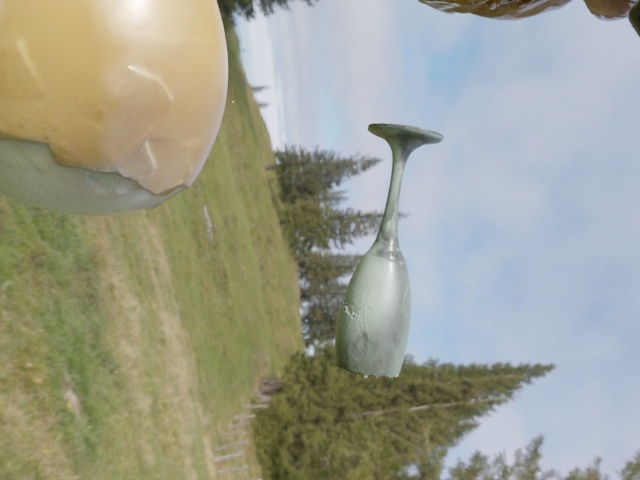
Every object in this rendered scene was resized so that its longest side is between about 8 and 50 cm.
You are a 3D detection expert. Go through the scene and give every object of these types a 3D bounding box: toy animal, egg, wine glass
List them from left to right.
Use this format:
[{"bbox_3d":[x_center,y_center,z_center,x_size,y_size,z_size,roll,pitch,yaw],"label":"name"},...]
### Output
[{"bbox_3d":[-0.173,-0.129,0.523,0.244,0.201,0.201,-61,-160,19],"label":"egg"},{"bbox_3d":[0.000,0.000,0.850,0.096,0.264,0.310,-9,108,-84],"label":"wine glass"},{"bbox_3d":[0.652,-0.556,1.379,0.281,0.195,0.169,-172,-87,-86],"label":"toy animal"}]

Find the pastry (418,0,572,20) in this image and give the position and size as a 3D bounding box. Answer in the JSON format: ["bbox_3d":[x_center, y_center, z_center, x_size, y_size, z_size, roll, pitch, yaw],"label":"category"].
[{"bbox_3d":[0.211,-0.440,0.705,0.245,0.409,0.410,-116,-162,-61],"label":"pastry"}]

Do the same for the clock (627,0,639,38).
[{"bbox_3d":[0.623,-0.415,0.884,0.120,0.379,0.276,60,-5,10],"label":"clock"}]
